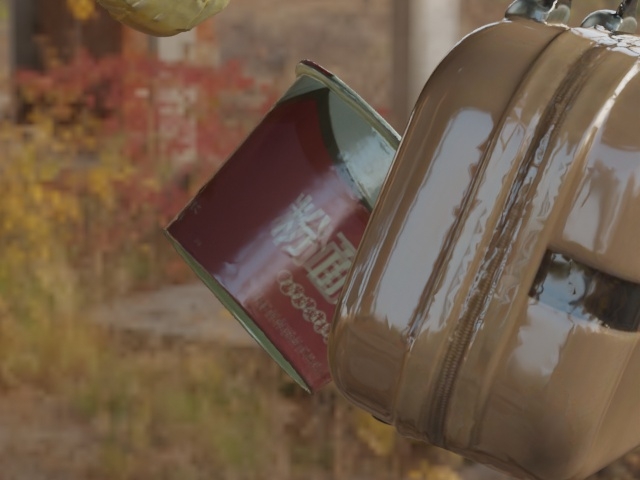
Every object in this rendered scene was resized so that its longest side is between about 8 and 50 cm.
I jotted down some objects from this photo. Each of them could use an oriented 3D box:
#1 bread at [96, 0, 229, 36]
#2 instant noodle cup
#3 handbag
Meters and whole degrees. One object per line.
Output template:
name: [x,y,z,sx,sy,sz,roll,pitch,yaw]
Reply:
bread: [-0.150,-0.277,1.555,0.106,0.236,0.140,-28,-33,25]
instant noodle cup: [0.000,0.000,1.535,0.178,0.235,0.235,-43,17,-6]
handbag: [0.144,-0.028,0.989,0.149,0.283,0.302,22,11,23]
